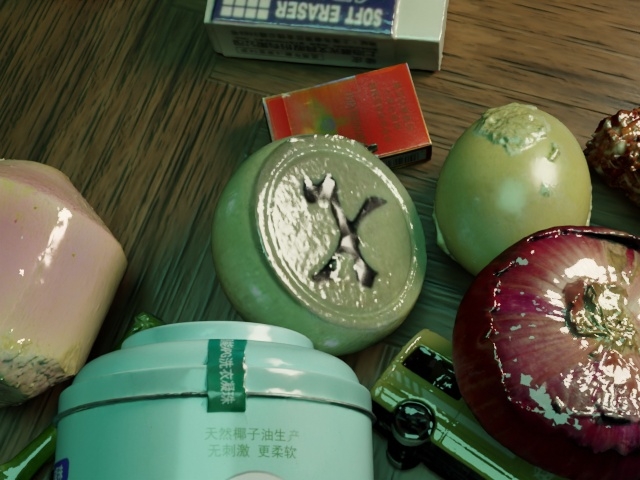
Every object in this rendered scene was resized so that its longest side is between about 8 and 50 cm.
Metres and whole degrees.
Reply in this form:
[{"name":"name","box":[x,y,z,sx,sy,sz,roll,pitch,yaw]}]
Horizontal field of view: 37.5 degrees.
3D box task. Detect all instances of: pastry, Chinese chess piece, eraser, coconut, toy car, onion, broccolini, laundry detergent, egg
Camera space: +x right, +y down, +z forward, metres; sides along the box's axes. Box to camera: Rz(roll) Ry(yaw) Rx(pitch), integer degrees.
[{"name":"pastry","box":[0.380,-0.062,0.992,0.208,0.097,0.115,39,73,20]},{"name":"Chinese chess piece","box":[0.000,0.000,0.950,0.238,0.092,0.238,14,63,-29]},{"name":"eraser","box":[0.011,-0.281,1.121,0.279,0.081,0.124,6,70,8]},{"name":"coconut","box":[-0.323,0.032,0.954,0.233,0.233,0.245,11,61,9]},{"name":"toy car","box":[0.168,0.198,0.909,0.257,0.101,0.124,32,66,17]},{"name":"onion","box":[0.237,0.103,0.835,0.248,0.161,0.248,2,45,-2]},{"name":"broccolini","box":[-0.315,0.210,0.964,0.079,0.074,0.392,33,74,25]},{"name":"laundry detergent","box":[-0.090,0.240,0.817,0.287,0.287,0.305,-3,69,4]},{"name":"egg","box":[0.196,-0.048,0.973,0.164,0.164,0.201,12,58,10]}]

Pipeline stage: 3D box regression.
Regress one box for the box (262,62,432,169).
[{"name":"box","box":[0.029,-0.126,1.077,0.175,0.048,0.112,-13,70,0]}]

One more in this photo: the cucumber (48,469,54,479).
[{"name":"cucumber","box":[-0.255,0.291,0.946,0.043,0.039,0.163,-7,66,-25]}]
